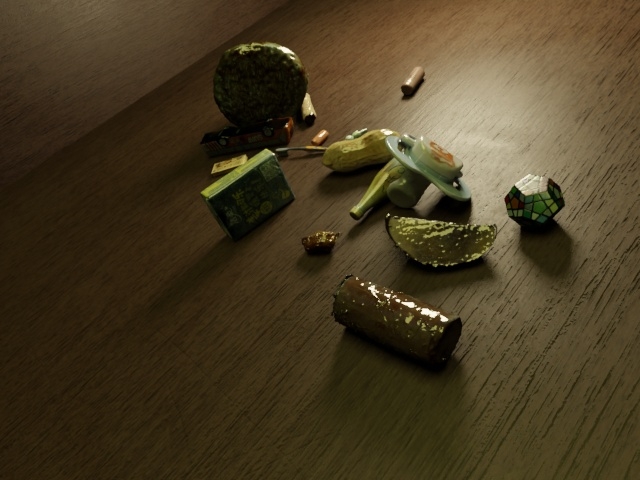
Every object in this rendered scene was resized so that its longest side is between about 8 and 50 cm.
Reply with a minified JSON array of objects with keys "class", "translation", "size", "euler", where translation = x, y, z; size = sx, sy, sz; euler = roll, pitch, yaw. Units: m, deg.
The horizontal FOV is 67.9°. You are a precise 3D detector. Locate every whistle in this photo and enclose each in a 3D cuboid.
[{"class":"whistle","translation":[0.126,-0.373,1.707],"size":[0.100,0.035,0.035],"euler":[-33,39,-13]}]

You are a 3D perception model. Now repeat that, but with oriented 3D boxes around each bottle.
[{"class":"bottle","translation":[0.361,-0.623,1.853],"size":[0.053,0.053,0.140],"euler":[9,50,34]},{"class":"bottle","translation":[0.185,-0.159,1.396],"size":[0.270,0.083,0.083],"euler":[-43,42,-18]}]

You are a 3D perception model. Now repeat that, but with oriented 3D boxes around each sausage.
[{"class":"sausage","translation":[-0.002,-0.383,1.785],"size":[0.034,0.034,0.083],"euler":[15,52,38]}]

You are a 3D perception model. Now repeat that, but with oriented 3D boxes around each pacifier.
[{"class":"pacifier","translation":[0.272,-0.173,1.311],"size":[0.207,0.279,0.227],"euler":[-55,5,26]}]

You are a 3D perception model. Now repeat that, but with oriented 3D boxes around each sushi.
[{"class":"sushi","translation":[-0.001,-0.001,1.330],"size":[0.118,0.061,0.060],"euler":[-5,69,13]}]

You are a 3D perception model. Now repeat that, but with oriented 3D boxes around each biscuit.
[{"class":"biscuit","translation":[-0.055,-0.551,1.983],"size":[0.061,0.055,0.219],"euler":[-41,35,19]}]

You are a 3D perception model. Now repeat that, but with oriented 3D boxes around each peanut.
[{"class":"peanut","translation":[0.133,-0.296,1.555],"size":[0.275,0.111,0.125],"euler":[-10,37,16]}]

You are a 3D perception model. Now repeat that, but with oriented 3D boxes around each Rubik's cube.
[{"class":"Rubik's cube","translation":[0.508,-0.092,1.129],"size":[0.133,0.133,0.112],"euler":[-35,68,-13]}]

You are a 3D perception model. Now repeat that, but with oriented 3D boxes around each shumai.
[{"class":"shumai","translation":[-0.232,-0.687,1.987],"size":[0.396,0.395,0.348],"euler":[-13,39,14]}]

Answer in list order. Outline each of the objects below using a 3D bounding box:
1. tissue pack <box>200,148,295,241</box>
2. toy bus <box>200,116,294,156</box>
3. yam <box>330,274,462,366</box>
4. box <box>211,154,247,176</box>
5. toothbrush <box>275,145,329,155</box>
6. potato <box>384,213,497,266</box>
[{"class":"tissue pack","translation":[-0.223,-0.143,1.505],"size":[0.257,0.185,0.081],"euler":[-37,39,-15]},{"class":"toy bus","translation":[-0.299,-0.424,1.936],"size":[0.409,0.092,0.093],"euler":[-5,45,23]},{"class":"yam","translation":[0.151,0.168,1.014],"size":[0.280,0.131,0.131],"euler":[20,56,40]},{"class":"box","translation":[-0.362,-0.296,1.882],"size":[0.149,0.020,0.073],"euler":[-15,40,12]},{"class":"toothbrush","translation":[-0.026,-0.334,1.743],"size":[0.321,0.031,0.023],"euler":[1,46,29]},{"class":"potato","translation":[0.288,0.008,1.173],"size":[0.262,0.100,0.120],"euler":[8,86,15]}]
